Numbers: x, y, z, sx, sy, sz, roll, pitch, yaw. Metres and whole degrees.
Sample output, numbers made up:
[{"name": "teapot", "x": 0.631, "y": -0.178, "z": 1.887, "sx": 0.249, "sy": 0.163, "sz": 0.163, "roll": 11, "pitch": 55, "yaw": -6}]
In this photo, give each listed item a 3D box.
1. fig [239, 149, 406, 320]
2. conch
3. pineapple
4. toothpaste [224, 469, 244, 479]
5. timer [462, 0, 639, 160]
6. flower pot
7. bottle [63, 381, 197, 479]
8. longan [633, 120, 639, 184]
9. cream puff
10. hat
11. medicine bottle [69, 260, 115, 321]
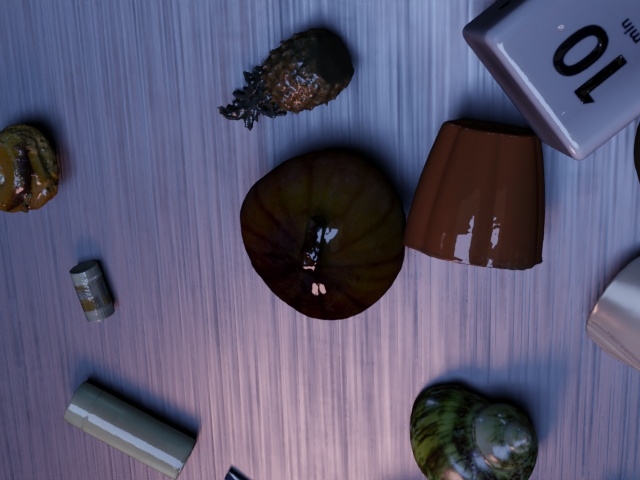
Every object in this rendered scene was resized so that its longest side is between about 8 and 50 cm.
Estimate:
[{"name": "fig", "x": 0.001, "y": -0.005, "z": 1.929, "sx": 0.235, "sy": 0.214, "sz": 0.235, "roll": 10, "pitch": 141, "yaw": 8}, {"name": "conch", "x": 0.222, "y": 0.292, "z": 2.046, "sx": 0.181, "sy": 0.124, "sz": 0.187, "roll": -33, "pitch": 95, "yaw": 21}, {"name": "pineapple", "x": -0.052, "y": -0.207, "z": 1.912, "sx": 0.198, "sy": 0.108, "sz": 0.108, "roll": -27, "pitch": 105, "yaw": 36}, {"name": "toothpaste", "x": -0.115, "y": 0.392, "z": 2.232, "sx": 0.083, "sy": 0.019, "sz": 0.027, "roll": 36, "pitch": 134, "yaw": 1}, {"name": "timer", "x": 0.313, "y": -0.235, "z": 1.719, "sx": 0.195, "sy": 0.194, "sz": 0.192, "roll": -38, "pitch": 101, "yaw": 3}, {"name": "flower pot", "x": 0.211, "y": -0.065, "z": 1.860, "sx": 0.191, "sy": 0.190, "sz": 0.173, "roll": 10, "pitch": 104, "yaw": 9}, {"name": "bottle", "x": -0.295, "y": 0.295, "z": 2.203, "sx": 0.201, "sy": 0.072, "sz": 0.072, "roll": 29, "pitch": 117, "yaw": 0}, {"name": "longan", "x": 0.509, "y": -0.103, "z": 1.754, "sx": 0.246, "sy": 0.215, "sz": 0.246, "roll": -2, "pitch": 138, "yaw": -2}, {"name": "cream puff", "x": -0.430, "y": -0.105, "z": 2.038, "sx": 0.119, "sy": 0.104, "sz": 0.133, "roll": 29, "pitch": 114, "yaw": 36}, {"name": "hat", "x": 0.485, "y": 0.131, "z": 1.904, "sx": 0.226, "sy": 0.164, "sz": 0.219, "roll": 19, "pitch": 118, "yaw": -19}, {"name": "medicine bottle", "x": -0.343, "y": 0.077, "z": 2.130, "sx": 0.047, "sy": 0.047, "sz": 0.083, "roll": -10, "pitch": 112, "yaw": 18}]
